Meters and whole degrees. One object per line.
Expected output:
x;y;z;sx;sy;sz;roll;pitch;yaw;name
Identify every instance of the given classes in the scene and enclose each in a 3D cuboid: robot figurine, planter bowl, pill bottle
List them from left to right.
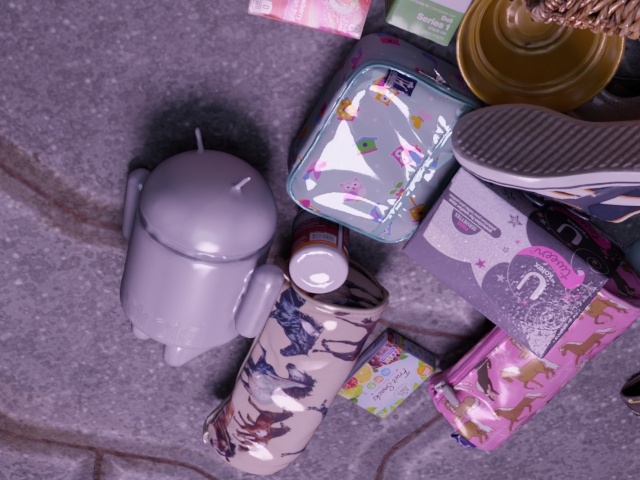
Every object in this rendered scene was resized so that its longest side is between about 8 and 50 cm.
-0.177;0.016;1.812;0.300;0.200;0.353;33;128;22;robot figurine
0.000;0.000;1.821;0.086;0.152;0.086;1;126;2;pill bottle
0.286;-0.277;1.644;0.217;0.090;0.217;2;127;2;planter bowl

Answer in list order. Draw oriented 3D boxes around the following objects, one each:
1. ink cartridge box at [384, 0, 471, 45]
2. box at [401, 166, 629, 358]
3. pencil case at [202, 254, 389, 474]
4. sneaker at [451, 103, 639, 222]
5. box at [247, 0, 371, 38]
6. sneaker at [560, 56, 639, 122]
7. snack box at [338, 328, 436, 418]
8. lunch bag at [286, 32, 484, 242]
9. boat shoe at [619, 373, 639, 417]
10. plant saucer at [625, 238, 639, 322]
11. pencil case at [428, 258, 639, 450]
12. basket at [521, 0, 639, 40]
0.162;-0.378;1.535;0.092;0.160;0.219;20;125;-13;ink cartridge box
0.269;0.012;1.720;0.247;0.142;0.163;38;119;9;box
-0.052;0.195;1.962;0.183;0.160;0.410;25;124;-3;pencil case
0.333;-0.093;1.640;0.321;0.126;0.127;7;151;16;sneaker
0.018;-0.420;1.523;0.154;0.142;0.300;12;126;-6;box
0.450;-0.160;1.711;0.281;0.105;0.115;22;124;-12;sneaker
0.107;0.220;2.045;0.100;0.037;0.141;30;122;-19;snack box
0.096;-0.138;1.744;0.224;0.108;0.279;25;123;-14;lunch bag
0.586;0.215;1.989;0.228;0.081;0.068;-36;121;28;boat shoe
0.543;0.069;1.914;0.195;0.037;0.195;2;125;3;plant saucer
0.332;0.159;1.919;0.160;0.167;0.386;46;120;10;pencil case
0.352;-0.381;1.436;0.223;0.299;0.213;10;125;-5;basket
